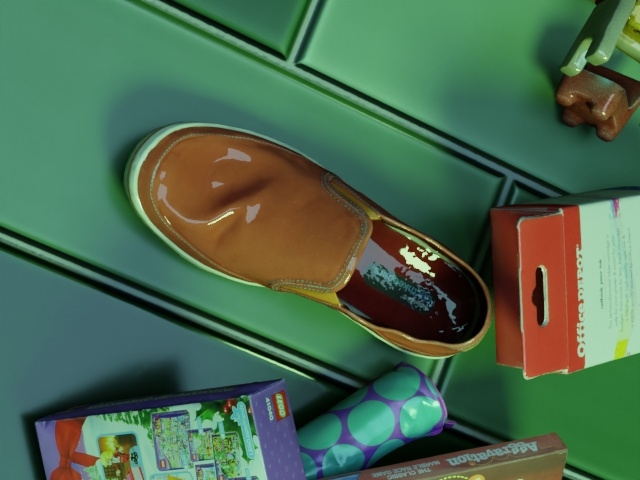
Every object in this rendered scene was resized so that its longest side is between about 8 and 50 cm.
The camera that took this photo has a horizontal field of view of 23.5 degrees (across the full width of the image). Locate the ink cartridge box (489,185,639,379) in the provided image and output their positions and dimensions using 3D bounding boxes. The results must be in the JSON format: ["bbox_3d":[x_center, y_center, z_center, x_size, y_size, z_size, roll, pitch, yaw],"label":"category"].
[{"bbox_3d":[0.215,0.031,1.271,0.231,0.078,0.134,-9,98,-42],"label":"ink cartridge box"}]

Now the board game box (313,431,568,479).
[{"bbox_3d":[0.062,0.242,1.248,0.281,0.027,0.145,-8,124,-20],"label":"board game box"}]

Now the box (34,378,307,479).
[{"bbox_3d":[-0.091,0.259,1.147,0.057,0.201,0.293,-17,97,-60],"label":"box"}]

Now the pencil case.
[{"bbox_3d":[0.031,0.163,1.256,0.152,0.064,0.070,-33,81,-16],"label":"pencil case"}]

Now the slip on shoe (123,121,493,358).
[{"bbox_3d":[0.000,0.000,1.231,0.331,0.101,0.123,28,81,-16],"label":"slip on shoe"}]

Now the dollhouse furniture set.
[{"bbox_3d":[0.375,-0.102,1.324,0.374,0.201,0.152,33,79,-10],"label":"dollhouse furniture set"}]

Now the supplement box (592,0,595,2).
[{"bbox_3d":[0.283,-0.236,1.350,0.233,0.078,0.080,30,81,-17],"label":"supplement box"}]
